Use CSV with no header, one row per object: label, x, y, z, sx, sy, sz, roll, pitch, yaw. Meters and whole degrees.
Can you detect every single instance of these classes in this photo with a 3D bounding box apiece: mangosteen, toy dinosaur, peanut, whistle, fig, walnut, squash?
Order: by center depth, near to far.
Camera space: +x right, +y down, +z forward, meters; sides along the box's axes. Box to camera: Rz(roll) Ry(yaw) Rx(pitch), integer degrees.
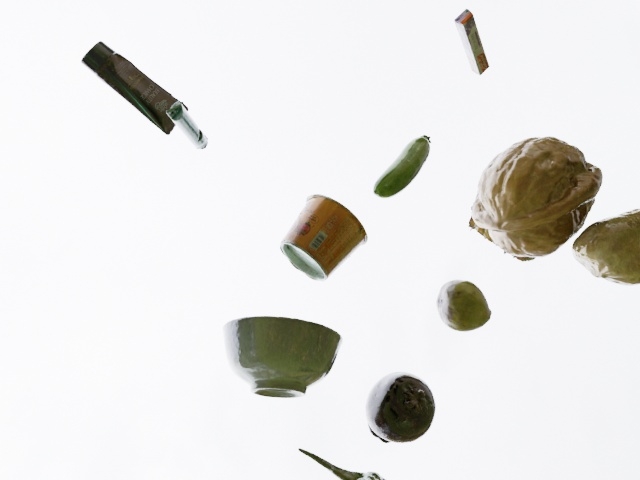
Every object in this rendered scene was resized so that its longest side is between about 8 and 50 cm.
peanut,0.597,0.008,1.093,0.253,0.122,0.137,-18,-81,-15
walnut,0.426,-0.084,1.155,0.257,0.257,0.224,-43,-63,-42
whistle,-0.284,-0.245,1.241,0.186,0.039,0.039,65,-158,-77
toy dinosaur,0.140,0.557,1.320,0.447,0.087,0.301,44,-168,-2
fig,0.375,0.175,1.547,0.121,0.136,0.153,-14,-126,-27
mangosteen,0.240,0.515,1.778,0.243,0.243,0.243,13,-110,-42
squash,0.318,-0.275,2.148,0.107,0.107,0.395,55,-128,-19

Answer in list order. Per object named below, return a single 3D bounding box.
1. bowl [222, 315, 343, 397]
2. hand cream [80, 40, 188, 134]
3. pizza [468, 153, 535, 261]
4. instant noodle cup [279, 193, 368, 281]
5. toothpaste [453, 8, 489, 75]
bowl,-0.096,0.287,1.357,0.289,0.289,0.146,26,-122,-37
hand cream,-0.472,-0.390,1.479,0.270,0.061,0.120,40,-131,-19
pizza,0.550,-0.088,1.740,0.086,0.226,0.335,-21,-88,-50
instant noodle cup,0.000,0.000,1.628,0.216,0.216,0.172,49,-114,-24
toothpaste,0.402,-0.519,1.522,0.047,0.040,0.196,-43,-38,1
